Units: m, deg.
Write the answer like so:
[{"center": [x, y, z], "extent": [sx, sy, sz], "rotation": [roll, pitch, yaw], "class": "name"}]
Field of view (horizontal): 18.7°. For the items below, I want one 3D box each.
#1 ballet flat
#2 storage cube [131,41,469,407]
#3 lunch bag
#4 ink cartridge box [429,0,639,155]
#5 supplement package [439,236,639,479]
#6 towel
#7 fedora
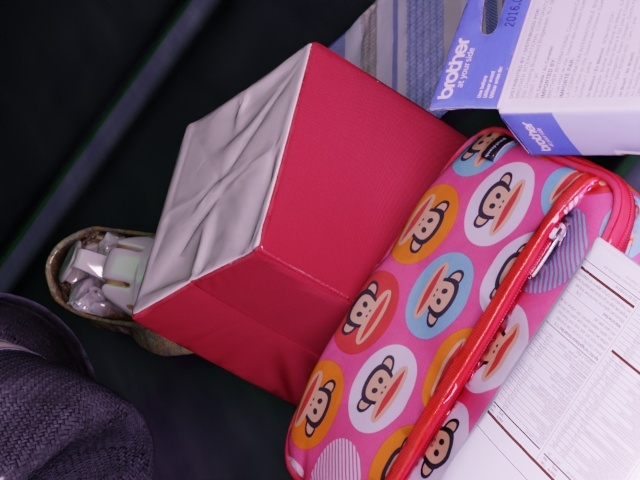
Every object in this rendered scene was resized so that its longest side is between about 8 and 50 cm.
[{"center": [-0.172, 0.039, 1.848], "extent": [0.348, 0.123, 0.123], "rotation": [3, 66, 62], "class": "ballet flat"}, {"center": [0.000, 0.000, 1.477], "extent": [0.183, 0.193, 0.215], "rotation": [-27, 40, 50], "class": "storage cube"}, {"center": [0.120, 0.085, 1.266], "extent": [0.293, 0.120, 0.258], "rotation": [-59, 30, 1], "class": "lunch bag"}, {"center": [0.234, -0.143, 1.207], "extent": [0.311, 0.065, 0.186], "rotation": [3, 61, 33], "class": "ink cartridge box"}, {"center": [0.183, 0.145, 0.981], "extent": [0.203, 0.194, 0.149], "rotation": [-57, 25, 6], "class": "supplement package"}, {"center": [0.080, -0.159, 1.682], "extent": [0.285, 0.034, 0.209], "rotation": [-41, 34, 39], "class": "towel"}, {"center": [-0.252, 0.199, 1.684], "extent": [0.152, 0.334, 0.334], "rotation": [4, 64, 30], "class": "fedora"}]
